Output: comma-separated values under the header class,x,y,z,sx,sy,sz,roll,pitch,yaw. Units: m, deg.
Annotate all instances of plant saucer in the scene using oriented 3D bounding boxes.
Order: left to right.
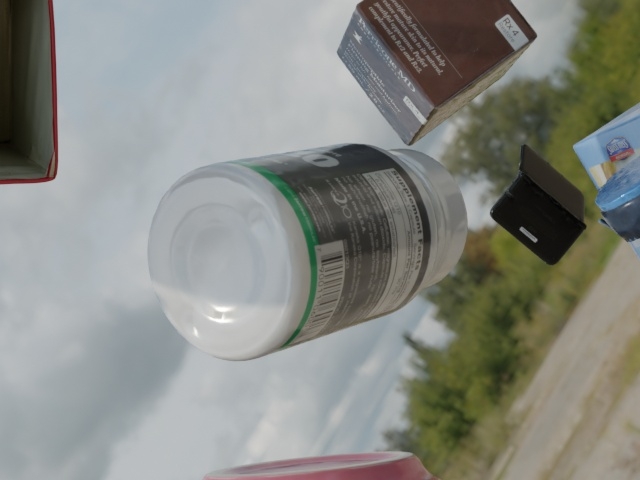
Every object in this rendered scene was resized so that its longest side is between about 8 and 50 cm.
class,x,y,z,sx,sy,sz,roll,pitch,yaw
plant saucer,-0.008,0.301,1.698,0.332,0.332,0.084,32,-127,-81

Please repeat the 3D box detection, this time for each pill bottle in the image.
class,x,y,z,sx,sy,sz,roll,pitch,yaw
pill bottle,0.000,0.000,1.584,0.361,0.204,0.204,-13,-44,-54

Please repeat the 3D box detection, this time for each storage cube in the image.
class,x,y,z,sx,sy,sz,roll,pitch,yaw
storage cube,-0.364,-0.160,1.378,0.193,0.183,0.215,-153,60,-62

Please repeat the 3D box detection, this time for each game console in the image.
class,x,y,z,sx,sy,sz,roll,pitch,yaw
game console,0.287,-0.047,1.910,0.107,0.122,0.071,-51,19,4

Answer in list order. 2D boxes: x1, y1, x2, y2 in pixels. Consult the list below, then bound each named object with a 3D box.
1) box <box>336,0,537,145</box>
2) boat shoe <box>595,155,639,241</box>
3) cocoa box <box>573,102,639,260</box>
class,x,y,z,sx,sy,sz,roll,pitch,yaw
box,0.143,-0.253,1.862,0.167,0.168,0.203,-36,-4,-11
boat shoe,0.283,-0.039,1.036,0.109,0.089,0.258,-27,0,40
cocoa box,0.492,-0.096,1.674,0.228,0.231,0.347,-31,1,-13
